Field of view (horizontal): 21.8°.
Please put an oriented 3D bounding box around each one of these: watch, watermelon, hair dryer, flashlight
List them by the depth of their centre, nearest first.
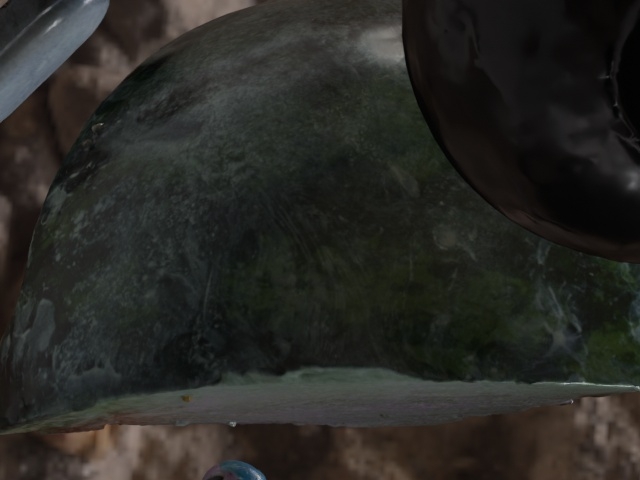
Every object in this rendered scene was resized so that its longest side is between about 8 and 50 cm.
[{"bbox_3d":[0.201,0.014,0.387,0.155,0.284,0.320,-63,-148,19],"label":"hair dryer"},{"bbox_3d":[0.000,0.000,0.808,0.213,0.320,0.289,62,15,-47],"label":"watermelon"},{"bbox_3d":[-0.218,-0.159,0.918,0.206,0.193,0.068,-42,169,21],"label":"watch"},{"bbox_3d":[-0.077,0.199,1.209,0.129,0.051,0.051,130,-36,-55],"label":"flashlight"}]
